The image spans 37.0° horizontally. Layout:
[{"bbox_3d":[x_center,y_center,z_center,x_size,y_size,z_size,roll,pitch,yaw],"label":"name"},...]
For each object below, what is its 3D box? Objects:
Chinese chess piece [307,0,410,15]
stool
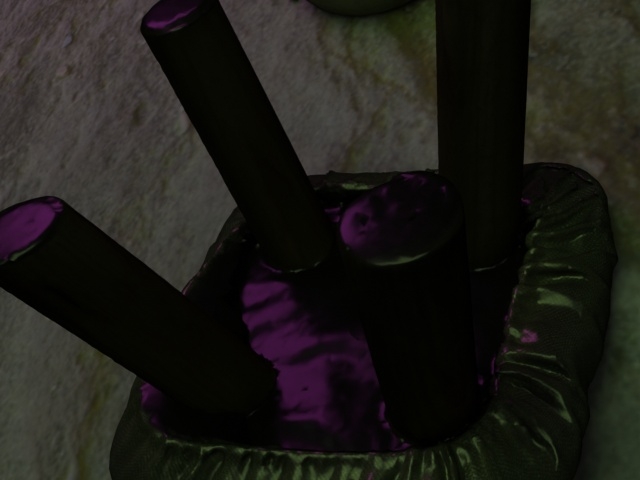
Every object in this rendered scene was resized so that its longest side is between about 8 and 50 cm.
[{"bbox_3d":[0.051,-0.319,0.905,0.238,0.092,0.237,-17,51,23],"label":"Chinese chess piece"},{"bbox_3d":[0.000,0.000,0.582,0.310,0.226,0.310,-2,45,27],"label":"stool"}]
